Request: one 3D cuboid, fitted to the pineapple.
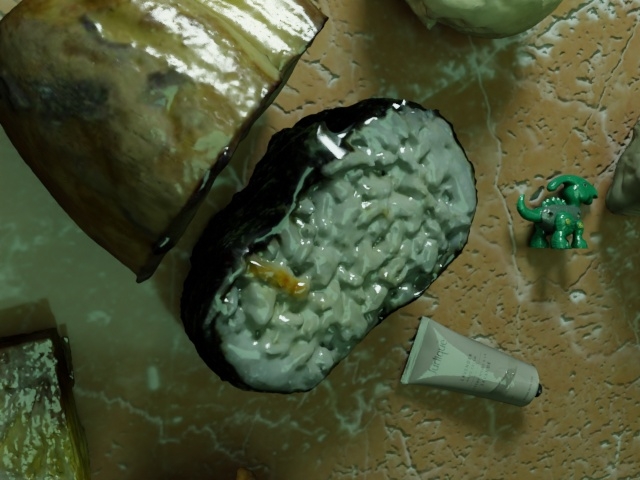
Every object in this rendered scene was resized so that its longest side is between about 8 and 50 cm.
[{"bbox_3d":[-0.308,0.170,0.764,0.236,0.114,0.186,40,84,-18],"label":"pineapple"}]

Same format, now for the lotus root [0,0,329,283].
[{"bbox_3d":[-0.144,-0.149,0.689,0.250,0.316,0.316,44,82,-13],"label":"lotus root"}]

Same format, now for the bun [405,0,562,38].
[{"bbox_3d":[0.158,-0.319,0.851,0.230,0.145,0.229,19,60,-36],"label":"bun"}]

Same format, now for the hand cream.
[{"bbox_3d":[0.196,0.162,0.985,0.186,0.054,0.087,19,88,-15],"label":"hand cream"}]

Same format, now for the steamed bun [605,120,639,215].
[{"bbox_3d":[0.478,-0.115,0.975,0.211,0.218,0.144,-2,78,-15],"label":"steamed bun"}]

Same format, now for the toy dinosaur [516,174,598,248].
[{"bbox_3d":[0.298,-0.036,0.991,0.133,0.059,0.096,3,89,-29],"label":"toy dinosaur"}]

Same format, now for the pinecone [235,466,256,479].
[{"bbox_3d":[-0.123,0.426,0.760,0.385,0.384,0.384,-3,99,-20],"label":"pinecone"}]

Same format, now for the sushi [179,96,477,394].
[{"bbox_3d":[0.000,0.000,0.821,0.211,0.171,0.350,42,83,-23],"label":"sushi"}]
